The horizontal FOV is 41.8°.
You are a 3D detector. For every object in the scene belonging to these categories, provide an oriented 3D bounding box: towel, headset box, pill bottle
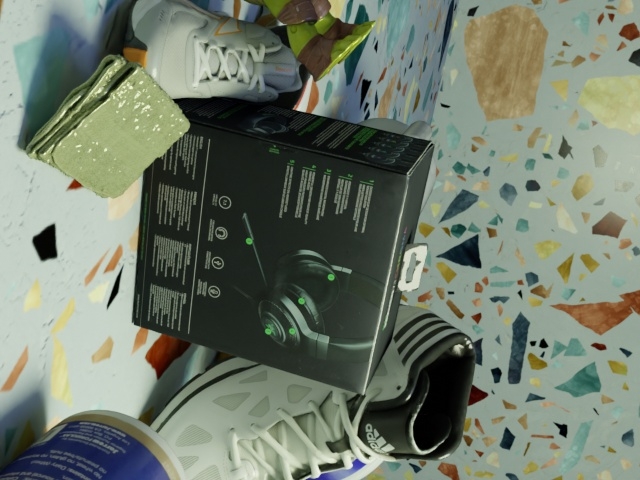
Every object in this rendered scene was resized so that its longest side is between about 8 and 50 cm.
[{"bbox_3d":[-0.167,-0.089,0.681,0.110,0.027,0.148,-44,164,1],"label":"towel"},{"bbox_3d":[-0.032,-0.003,0.871,0.131,0.283,0.246,-48,150,-63],"label":"headset box"},{"bbox_3d":[-0.222,0.256,0.649,0.264,0.153,0.153,-45,148,-65],"label":"pill bottle"}]

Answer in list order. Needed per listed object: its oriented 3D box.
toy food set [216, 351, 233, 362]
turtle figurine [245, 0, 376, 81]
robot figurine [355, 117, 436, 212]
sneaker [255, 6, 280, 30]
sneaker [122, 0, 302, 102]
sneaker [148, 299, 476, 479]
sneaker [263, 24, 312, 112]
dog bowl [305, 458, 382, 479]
[{"bbox_3d":[-0.047,0.213,1.164,0.111,0.232,0.104,58,49,-79],"label":"toy food set"},{"bbox_3d":[-0.055,-0.246,0.769,0.087,0.217,0.269,-43,-174,16],"label":"turtle figurine"},{"bbox_3d":[0.088,-0.092,1.478,0.300,0.200,0.353,-53,-179,33],"label":"robot figurine"},{"bbox_3d":[-0.059,-0.266,1.023,0.037,0.032,0.083,51,55,-74],"label":"sneaker"},{"bbox_3d":[-0.090,-0.175,0.792,0.262,0.121,0.099,-40,144,-67],"label":"sneaker"},{"bbox_3d":[-0.014,0.207,0.953,0.448,0.169,0.257,-33,-166,-19],"label":"sneaker"},{"bbox_3d":[-0.064,-0.126,1.042,0.145,0.090,0.269,-11,119,-77],"label":"sneaker"},{"bbox_3d":[-0.005,0.238,1.287,0.104,0.265,0.264,51,52,-49],"label":"dog bowl"}]
